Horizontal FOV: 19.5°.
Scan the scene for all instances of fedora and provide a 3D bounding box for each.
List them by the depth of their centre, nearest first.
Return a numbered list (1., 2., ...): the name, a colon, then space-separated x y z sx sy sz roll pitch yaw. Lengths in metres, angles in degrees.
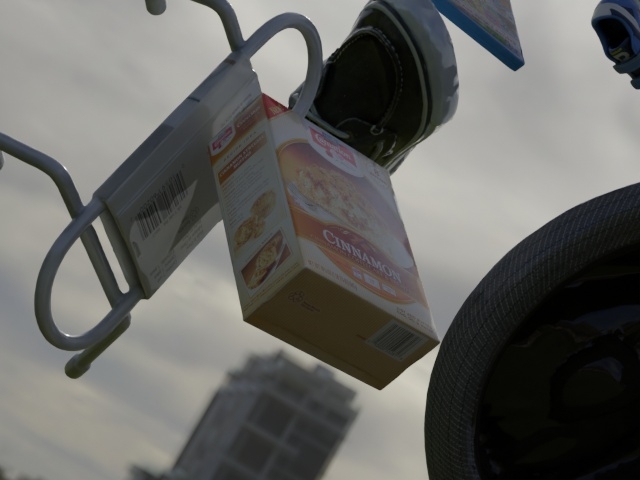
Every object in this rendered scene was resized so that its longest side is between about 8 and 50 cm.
1. fedora: 0.186 0.081 1.081 0.243 0.275 0.124 55 0 -12

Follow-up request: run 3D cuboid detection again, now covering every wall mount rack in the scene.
1. wall mount rack: -0.135 -0.035 1.506 0.130 0.350 0.304 23 -33 31

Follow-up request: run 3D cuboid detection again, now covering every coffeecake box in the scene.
1. coffeecake box: 0.000 0.000 1.378 0.142 0.068 0.185 29 32 -36

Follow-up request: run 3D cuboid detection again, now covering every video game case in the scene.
1. video game case: 0.133 -0.240 1.705 0.119 0.015 0.166 34 32 -32

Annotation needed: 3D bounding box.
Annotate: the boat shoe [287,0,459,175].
1. boat shoe: 0.032 -0.111 1.688 0.121 0.119 0.335 56 -22 15

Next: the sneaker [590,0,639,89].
1. sneaker: 0.318 -0.182 1.860 0.053 0.059 0.144 -33 -85 44
